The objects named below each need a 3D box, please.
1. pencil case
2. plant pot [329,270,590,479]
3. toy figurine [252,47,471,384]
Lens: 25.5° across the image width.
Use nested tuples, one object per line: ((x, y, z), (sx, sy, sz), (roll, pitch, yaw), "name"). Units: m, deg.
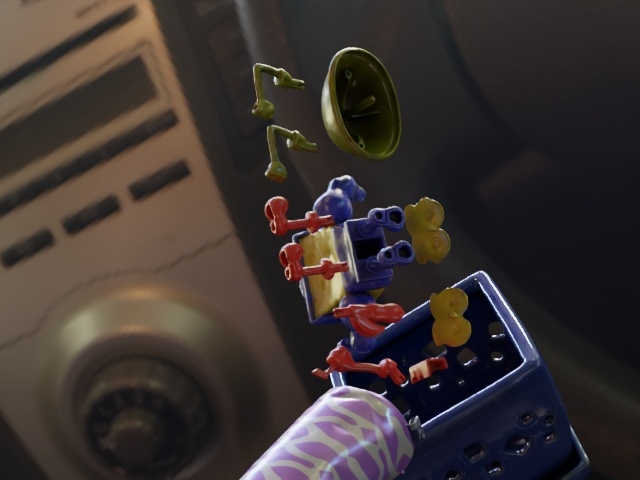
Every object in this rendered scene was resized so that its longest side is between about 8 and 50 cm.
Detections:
((-0.016, 0.188, 0.994), (0.086, 0.088, 0.206), (8, 35, 40), "pencil case")
((0.174, 0.215, 1.675), (0.236, 0.212, 0.236), (-32, 27, 6), "plant pot")
((0.000, 0.000, 1.532), (0.191, 0.362, 0.217), (-9, -13, -26), "toy figurine")
